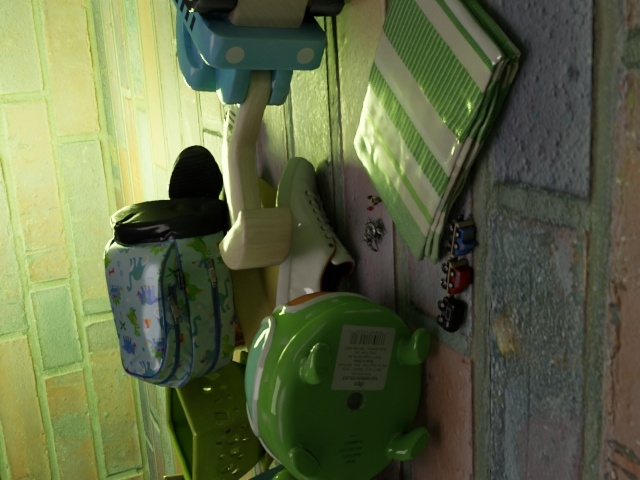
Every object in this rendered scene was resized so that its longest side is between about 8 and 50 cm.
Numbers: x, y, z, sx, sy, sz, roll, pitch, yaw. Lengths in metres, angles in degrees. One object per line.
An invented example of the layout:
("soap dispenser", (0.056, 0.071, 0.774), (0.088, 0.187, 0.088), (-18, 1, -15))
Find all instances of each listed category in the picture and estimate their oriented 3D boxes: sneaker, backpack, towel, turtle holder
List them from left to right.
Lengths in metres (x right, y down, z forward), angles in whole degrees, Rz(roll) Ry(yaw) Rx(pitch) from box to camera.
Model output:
("backpack", (-0.298, 0.115, 1.644), (0.290, 0.273, 0.356), (4, 118, 42))
("sneaker", (-0.283, -0.117, 1.822), (0.331, 0.122, 0.146), (95, 161, -54))
("sneaker", (0.000, 0.000, 1.305), (0.106, 0.123, 0.290), (34, -128, -63))
("turtle holder", (0.013, 0.223, 1.140), (0.227, 0.243, 0.320), (20, 130, 57))
("towel", (0.125, -0.160, 0.990), (0.325, 0.038, 0.248), (103, 149, -46))

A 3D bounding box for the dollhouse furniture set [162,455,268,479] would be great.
("dollhouse furniture set", (-0.233, 0.590, 1.843), (0.262, 0.259, 0.135), (50, 133, 53))

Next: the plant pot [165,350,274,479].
("plant pot", (-0.209, 0.387, 1.770), (0.227, 0.207, 0.228), (-125, 34, -44))

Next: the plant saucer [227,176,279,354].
("plant saucer", (-0.082, 0.092, 1.516), (0.333, 0.080, 0.333), (118, 136, -57))

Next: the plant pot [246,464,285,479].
("plant pot", (-0.031, 0.536, 1.481), (0.234, 0.165, 0.166), (60, 151, 24))

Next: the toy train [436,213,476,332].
("toy train", (0.164, 0.043, 0.985), (0.036, 0.027, 0.158), (41, 136, 51))

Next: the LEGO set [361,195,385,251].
("LEGO set", (0.071, -0.023, 1.180), (0.054, 0.023, 0.083), (169, 91, -67))

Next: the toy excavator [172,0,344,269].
("toy excavator", (-0.112, -0.241, 1.237), (0.445, 0.222, 0.433), (107, 147, -40))

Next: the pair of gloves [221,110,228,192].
("pair of gloves", (-0.164, -0.127, 1.665), (0.204, 0.042, 0.240), (100, 157, -51))

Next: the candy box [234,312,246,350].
("candy box", (-0.233, 0.163, 1.863), (0.053, 0.109, 0.187), (116, 138, -55))
